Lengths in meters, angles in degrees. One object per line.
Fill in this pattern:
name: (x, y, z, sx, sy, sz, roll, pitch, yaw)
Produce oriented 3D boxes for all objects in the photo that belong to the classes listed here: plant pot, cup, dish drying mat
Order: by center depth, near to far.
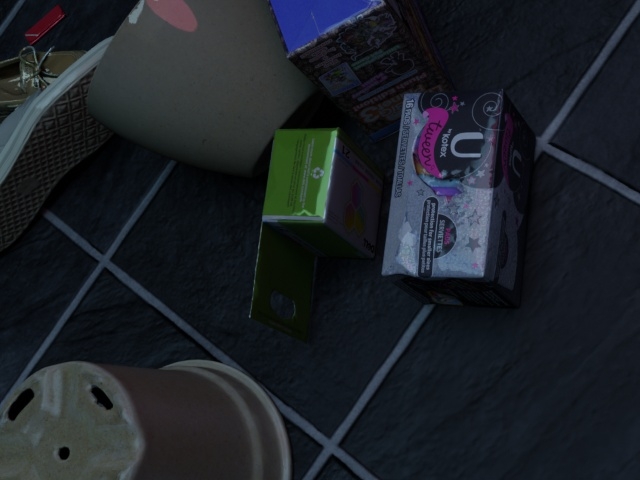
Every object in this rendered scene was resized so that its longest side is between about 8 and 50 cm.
plant pot: (-0.248, 0.291, 1.382, 0.334, 0.305, 0.333, -8, 70, 22)
cup: (-0.134, -0.228, 1.526, 0.237, 0.331, 0.331, 40, 92, 6)
dish drying mat: (-0.490, -0.383, 1.892, 0.083, 0.008, 0.032, -39, 60, 9)

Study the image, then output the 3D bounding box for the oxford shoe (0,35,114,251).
oxford shoe: (-0.457, -0.170, 1.720, 0.449, 0.169, 0.130, -47, 59, 10)

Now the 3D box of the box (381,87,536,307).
box: (0.184, -0.052, 1.376, 0.142, 0.163, 0.247, 0, 73, 27)

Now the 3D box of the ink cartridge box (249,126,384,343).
ink cartridge box: (0.000, 0.000, 1.432, 0.097, 0.189, 0.255, 1, 75, 23)

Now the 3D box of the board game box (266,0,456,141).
board game box: (0.045, -0.309, 1.454, 0.141, 0.291, 0.232, -26, 63, 16)

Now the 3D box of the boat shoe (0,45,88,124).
boat shoe: (-0.517, -0.263, 1.816, 0.285, 0.089, 0.104, -17, 66, 19)
